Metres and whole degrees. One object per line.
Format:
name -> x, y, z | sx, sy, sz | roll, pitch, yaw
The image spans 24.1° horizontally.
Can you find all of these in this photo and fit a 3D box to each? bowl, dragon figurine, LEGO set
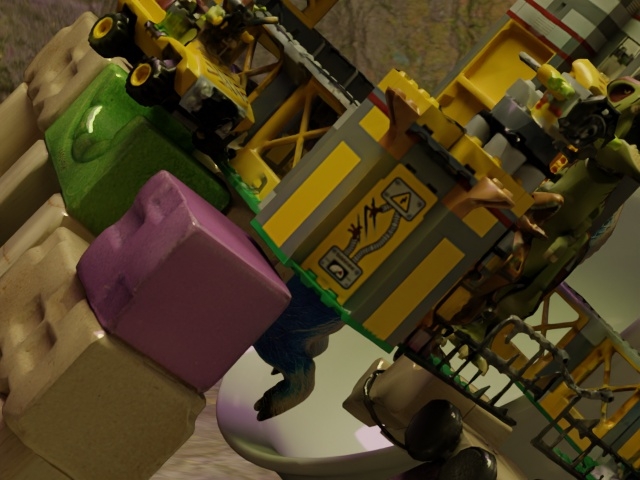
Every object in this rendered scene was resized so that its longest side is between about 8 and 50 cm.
bowl -> 0.101, 0.083, 0.849 | 0.298, 0.134, 0.298 | -24, 19, 9
dragon figurine -> 0.000, 0.000, 0.775 | 0.289, 0.144, 0.085 | -19, 22, 24
LEGO set -> 0.096, -0.045, 0.577 | 0.331, 0.192, 0.255 | 39, 8, -35

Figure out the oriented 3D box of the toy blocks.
toy blocks -> -0.131, 0.061, 0.545 | 0.309, 0.260, 0.288 | 40, 7, -27
